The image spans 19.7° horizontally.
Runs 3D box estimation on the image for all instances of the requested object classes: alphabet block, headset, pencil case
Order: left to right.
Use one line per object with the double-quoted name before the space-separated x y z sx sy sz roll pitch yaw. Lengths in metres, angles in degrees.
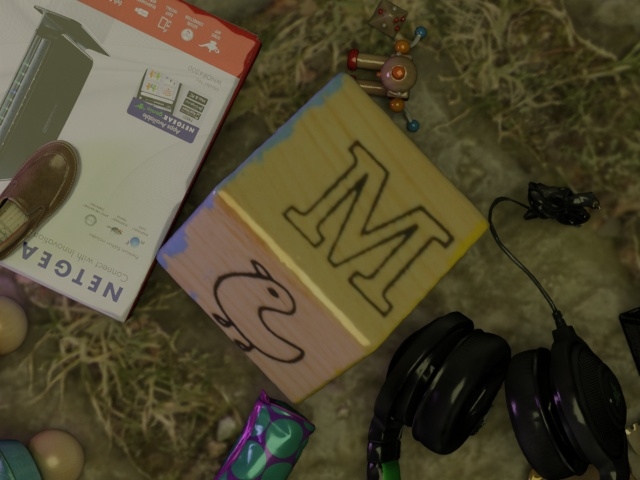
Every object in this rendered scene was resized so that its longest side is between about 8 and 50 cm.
"pencil case" -0.070 0.223 1.772 0.070 0.064 0.152 33 89 -27
"alphabet block" 0.000 0.000 1.684 0.197 0.192 0.193 46 62 -1
"headset" 0.185 0.142 1.739 0.243 0.185 0.394 10 94 23

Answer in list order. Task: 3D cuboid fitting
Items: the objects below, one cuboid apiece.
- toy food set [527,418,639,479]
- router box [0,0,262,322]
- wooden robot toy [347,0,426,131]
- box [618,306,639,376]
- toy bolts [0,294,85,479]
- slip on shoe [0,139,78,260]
"toy food set" 0.257 0.266 1.803 0.192 0.038 0.132 -29 98 -7
"router box" -0.268 -0.126 1.754 0.335 0.082 0.301 25 89 -2
"wooden robot toy" 0.063 -0.150 1.768 0.076 0.079 0.173 4 90 -2
"box" 0.387 0.178 1.729 0.103 0.184 0.261 -20 92 -1
"toy bolts" -0.304 0.164 1.708 0.158 0.218 0.229 -24 106 -26
"slip on shoe" -0.273 -0.035 1.692 0.051 0.041 0.135 44 89 -2
